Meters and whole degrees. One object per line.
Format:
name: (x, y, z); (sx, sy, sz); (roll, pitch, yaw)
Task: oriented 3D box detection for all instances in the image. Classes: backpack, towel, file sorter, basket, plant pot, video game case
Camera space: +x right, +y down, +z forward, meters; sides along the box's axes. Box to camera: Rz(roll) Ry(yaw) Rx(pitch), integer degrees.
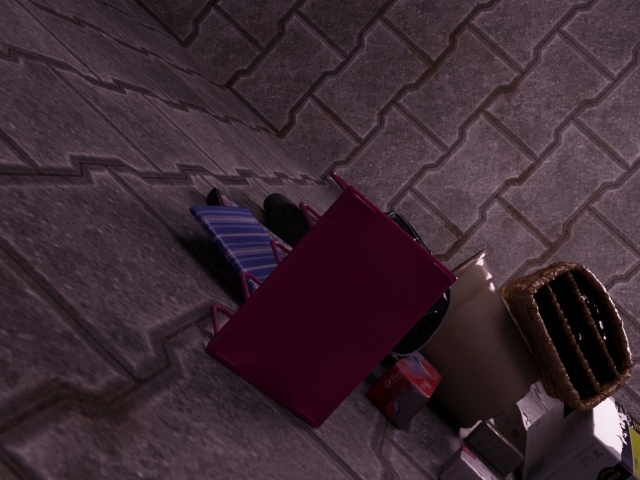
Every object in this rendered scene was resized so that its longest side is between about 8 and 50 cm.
backpack: (0.121, 0.095, 1.503); (0.253, 0.225, 0.191); (48, -22, -15)
towel: (-0.088, 0.076, 1.375); (0.336, 0.040, 0.243); (52, 13, 9)
file sorter: (0.003, 0.072, 1.114); (0.202, 0.290, 0.182); (39, 7, -20)
basket: (0.570, 0.198, 1.709); (0.223, 0.214, 0.299); (86, -19, -87)
plant pot: (0.323, 0.237, 1.743); (0.305, 0.334, 0.334); (55, 10, 6)
video game case: (-0.125, 0.014, 1.622); (0.248, 0.035, 0.275); (38, 10, -24)

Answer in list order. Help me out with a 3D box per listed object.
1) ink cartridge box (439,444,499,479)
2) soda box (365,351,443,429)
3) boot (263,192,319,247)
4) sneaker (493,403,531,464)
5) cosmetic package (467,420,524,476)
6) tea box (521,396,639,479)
ink cartridge box: (0.278, 0.433, 1.345); (0.135, 0.056, 0.099); (44, 8, 10)
soda box: (0.168, 0.280, 1.498); (0.092, 0.083, 0.263); (45, 9, 11)
boot: (0.000, 0.000, 1.999); (0.338, 0.118, 0.222); (45, 3, -12)
sneaker: (0.527, 0.515, 1.994); (0.118, 0.083, 0.222); (42, 18, -34)
cosmetic package: (0.383, 0.453, 1.689); (0.115, 0.060, 0.041); (45, 8, 2)
tea box: (0.642, 0.537, 1.717); (0.323, 0.220, 0.329); (44, 21, 6)
